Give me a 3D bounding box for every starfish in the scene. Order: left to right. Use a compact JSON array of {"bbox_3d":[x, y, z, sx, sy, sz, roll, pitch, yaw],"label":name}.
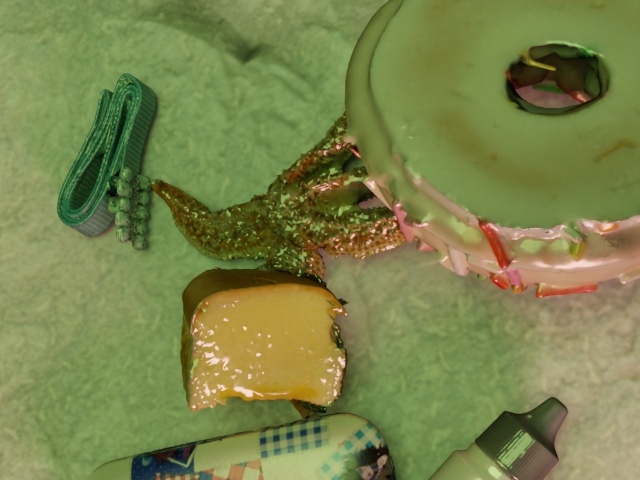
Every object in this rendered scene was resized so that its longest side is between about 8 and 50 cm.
[{"bbox_3d":[0.016,-0.021,1.363,0.293,0.084,0.301,-35,70,6],"label":"starfish"}]

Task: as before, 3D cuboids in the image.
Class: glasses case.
[{"bbox_3d":[-0.086,0.255,1.333,0.327,0.076,0.125,-13,84,11],"label":"glasses case"}]

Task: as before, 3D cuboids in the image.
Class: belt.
[{"bbox_3d":[-0.213,-0.088,1.440,0.100,0.065,0.179,14,83,25],"label":"belt"}]

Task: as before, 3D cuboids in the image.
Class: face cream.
[{"bbox_3d":[0.125,0.270,1.277,0.092,0.092,0.311,43,92,17],"label":"face cream"}]

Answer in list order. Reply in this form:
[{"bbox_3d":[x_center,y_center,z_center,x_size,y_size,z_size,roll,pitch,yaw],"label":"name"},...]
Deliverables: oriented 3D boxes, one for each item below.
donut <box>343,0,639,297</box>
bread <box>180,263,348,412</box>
[{"bbox_3d":[0.211,-0.113,1.252,0.382,0.142,0.383,-2,58,2],"label":"donut"},{"bbox_3d":[-0.057,0.096,1.326,0.160,0.169,0.140,1,101,-9],"label":"bread"}]
